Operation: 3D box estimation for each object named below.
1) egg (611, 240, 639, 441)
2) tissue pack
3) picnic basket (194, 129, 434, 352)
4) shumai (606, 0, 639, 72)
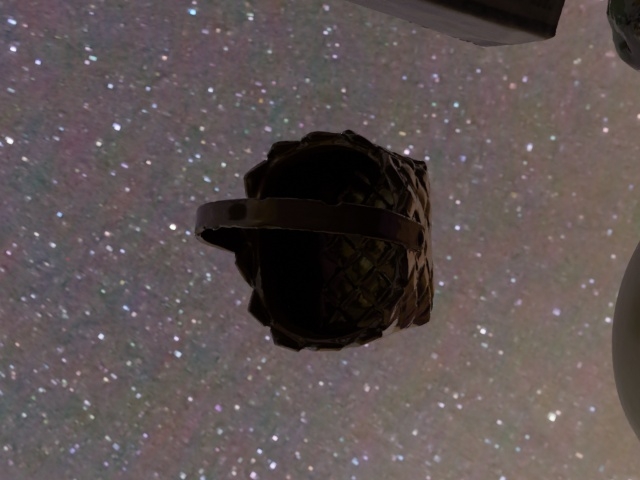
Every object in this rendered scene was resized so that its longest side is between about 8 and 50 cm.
[{"bbox_3d":[0.278,0.033,0.430,0.269,0.219,0.219,-44,-35,25],"label":"egg"},{"bbox_3d":[0.071,-0.344,1.024,0.394,0.288,0.124,16,-81,-10],"label":"tissue pack"},{"bbox_3d":[0.000,0.000,0.533,0.178,0.127,0.138,14,-107,-67],"label":"picnic basket"},{"bbox_3d":[0.376,-0.283,0.795,0.263,0.309,0.304,-41,-74,-18],"label":"shumai"}]
